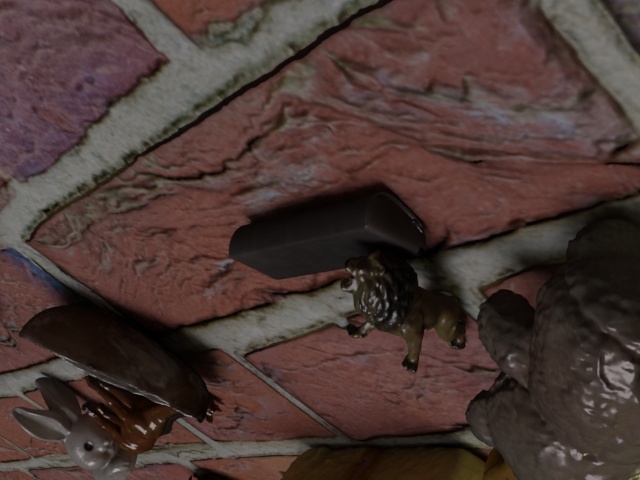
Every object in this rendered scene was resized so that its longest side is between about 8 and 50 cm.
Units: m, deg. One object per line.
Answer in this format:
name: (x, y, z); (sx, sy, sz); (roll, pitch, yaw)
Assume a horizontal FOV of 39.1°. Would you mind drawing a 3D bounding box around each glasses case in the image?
glasses case: (0.001, 0.000, 0.811); (0.191, 0.042, 0.072); (-12, 142, 46)

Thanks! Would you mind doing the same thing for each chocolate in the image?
chocolate: (-0.257, 0.152, 1.194); (0.254, 0.080, 0.157); (22, 163, 10)

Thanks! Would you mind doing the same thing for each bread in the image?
bread: (0.147, 0.425, 1.176); (0.405, 0.242, 0.346); (39, 149, -13)

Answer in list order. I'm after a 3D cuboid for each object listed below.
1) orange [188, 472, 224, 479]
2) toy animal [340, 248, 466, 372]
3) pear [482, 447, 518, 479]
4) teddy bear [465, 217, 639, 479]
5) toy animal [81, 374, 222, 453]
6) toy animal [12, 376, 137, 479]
orange: (-0.179, 0.491, 1.622); (0.160, 0.112, 0.170); (39, 158, -21)
toy animal: (0.083, 0.076, 0.810); (0.069, 0.086, 0.220); (42, -174, 35)
pear: (0.249, 0.250, 0.906); (0.178, 0.178, 0.178); (19, 148, 12)
teddy bear: (0.230, 0.111, 0.702); (0.236, 0.151, 0.267); (21, 148, 13)
toy animal: (-0.260, 0.260, 1.378); (0.230, 0.066, 0.224); (27, 131, 17)
toy animal: (-0.403, 0.324, 1.531); (0.131, 0.103, 0.221); (-2, 139, 41)
